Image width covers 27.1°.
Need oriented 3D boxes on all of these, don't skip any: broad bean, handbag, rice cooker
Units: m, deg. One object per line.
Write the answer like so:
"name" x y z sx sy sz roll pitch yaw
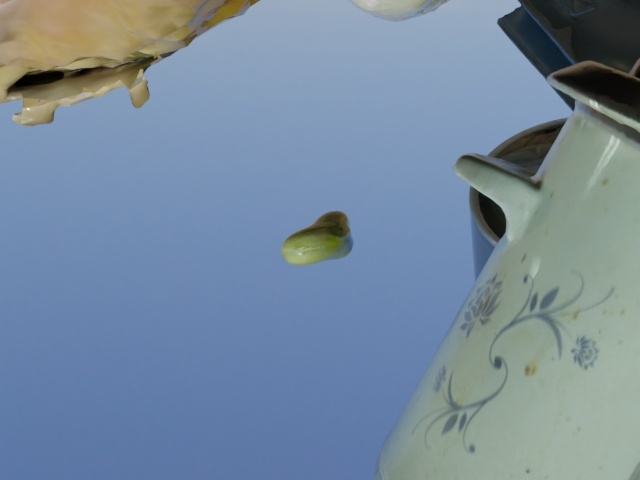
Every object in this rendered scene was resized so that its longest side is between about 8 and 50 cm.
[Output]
"broad bean" 0.000 0.000 1.209 0.063 0.045 0.083 -11 -173 35
"handbag" 0.298 -0.204 1.233 0.229 0.062 0.179 -23 -120 -24
"rice cooker" 0.177 0.060 0.534 0.316 0.317 0.264 4 -176 16

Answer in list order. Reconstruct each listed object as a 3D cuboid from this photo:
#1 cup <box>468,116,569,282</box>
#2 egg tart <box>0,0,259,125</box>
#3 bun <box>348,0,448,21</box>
"cup" 0.229 0.075 1.098 0.205 0.312 0.205 -4 -140 4
"egg tart" -0.101 -0.139 0.340 0.351 0.352 0.150 -1 -122 -1
"bun" 0.066 -0.217 0.662 0.133 0.231 0.231 43 -155 4
